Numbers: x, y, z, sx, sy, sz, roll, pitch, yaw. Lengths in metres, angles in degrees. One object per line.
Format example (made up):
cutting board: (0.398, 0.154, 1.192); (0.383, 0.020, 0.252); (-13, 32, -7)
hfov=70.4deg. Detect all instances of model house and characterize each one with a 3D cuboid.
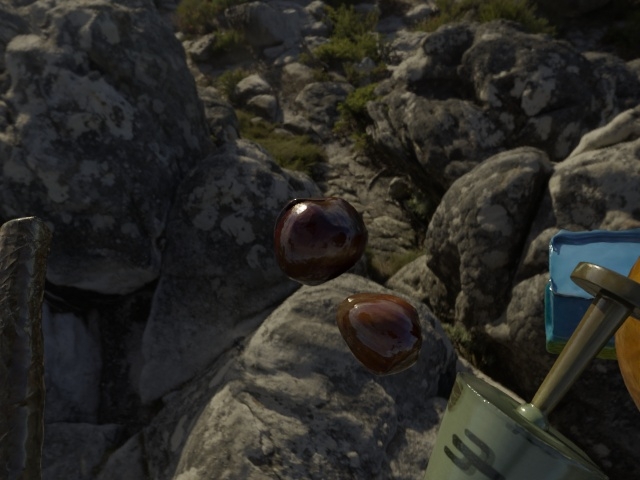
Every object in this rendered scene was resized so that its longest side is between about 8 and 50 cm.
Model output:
model house: (0.629, 0.153, 1.001); (0.237, 0.303, 0.215); (1, 36, 24)

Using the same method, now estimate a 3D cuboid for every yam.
yam: (-0.381, 0.134, 0.567); (0.081, 0.081, 0.356); (-14, 63, 2)

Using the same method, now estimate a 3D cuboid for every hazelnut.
hazelnut: (0.135, 0.212, 1.035); (0.210, 0.210, 0.186); (-9, 99, 5)
hazelnut: (0.000, 0.000, 0.860); (0.178, 0.178, 0.204); (-18, 15, -1)

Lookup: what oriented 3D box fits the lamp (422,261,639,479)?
lamp: (0.167, 0.121, 0.343); (0.121, 0.121, 0.214); (35, 95, 28)

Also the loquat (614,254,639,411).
loquat: (0.448, 0.094, 0.397); (0.329, 0.328, 0.328); (-5, 56, 8)
